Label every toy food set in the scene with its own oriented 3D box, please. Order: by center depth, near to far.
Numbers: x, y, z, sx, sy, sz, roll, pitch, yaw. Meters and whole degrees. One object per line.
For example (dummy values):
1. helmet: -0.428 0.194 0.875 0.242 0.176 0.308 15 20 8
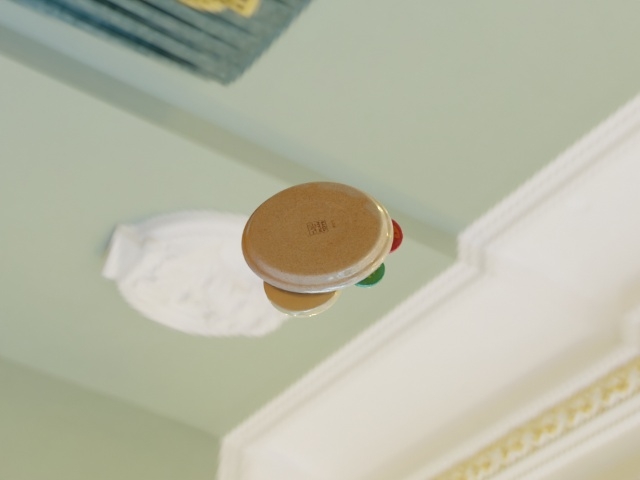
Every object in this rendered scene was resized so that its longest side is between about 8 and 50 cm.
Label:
1. toy food set: 0.000 0.000 0.681 0.083 0.083 0.020 52 -20 41
